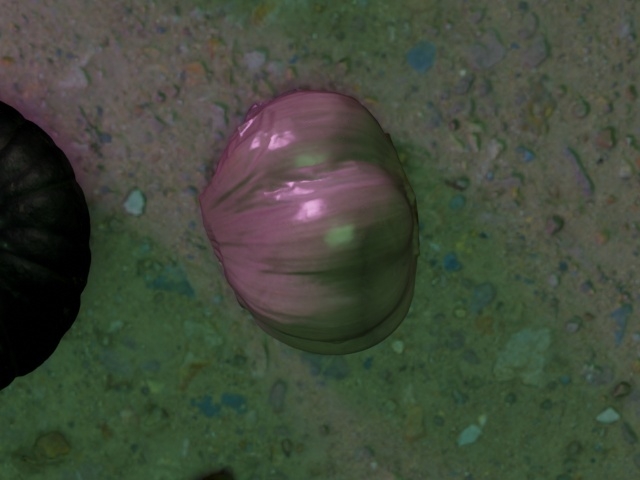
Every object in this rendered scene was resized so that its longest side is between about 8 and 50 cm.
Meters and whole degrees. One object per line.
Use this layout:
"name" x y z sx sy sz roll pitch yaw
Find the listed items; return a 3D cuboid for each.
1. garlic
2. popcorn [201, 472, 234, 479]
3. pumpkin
"garlic" 0.000 0.000 1.063 0.178 0.143 0.229 -17 114 -2
"popcorn" -0.081 0.401 1.091 0.326 0.290 0.321 -8 108 17
"pumpkin" -0.293 0.004 0.998 0.250 0.216 0.249 5 76 -21
